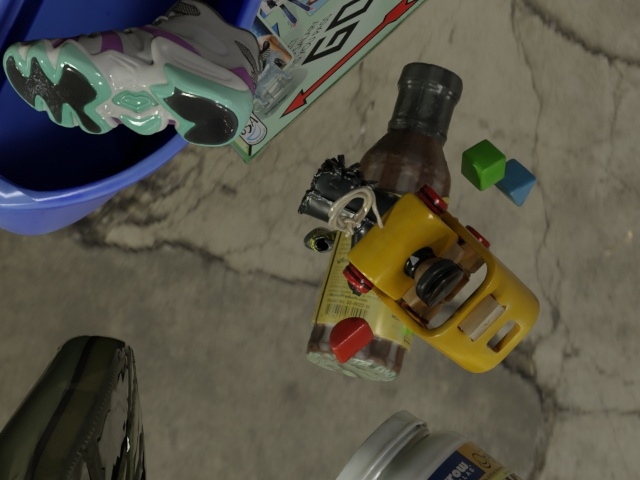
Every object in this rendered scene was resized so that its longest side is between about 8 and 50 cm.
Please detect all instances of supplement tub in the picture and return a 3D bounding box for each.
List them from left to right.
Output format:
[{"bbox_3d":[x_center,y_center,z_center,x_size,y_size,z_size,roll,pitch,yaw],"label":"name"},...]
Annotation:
[{"bbox_3d":[0.171,0.377,1.913,0.316,0.228,0.228,36,112,18],"label":"supplement tub"}]

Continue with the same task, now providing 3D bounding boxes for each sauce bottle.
[{"bbox_3d":[0.079,-0.023,1.670,0.111,0.111,0.344,17,78,0],"label":"sauce bottle"}]

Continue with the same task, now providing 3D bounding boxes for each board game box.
[{"bbox_3d":[-0.019,-0.250,1.359,0.317,0.046,0.213,-43,90,-8],"label":"board game box"}]

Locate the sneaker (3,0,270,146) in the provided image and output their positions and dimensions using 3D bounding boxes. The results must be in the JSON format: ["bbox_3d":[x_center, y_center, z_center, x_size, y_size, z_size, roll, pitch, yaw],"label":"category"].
[{"bbox_3d":[-0.068,-0.073,0.604,0.098,0.069,0.038,14,137,7],"label":"sneaker"}]

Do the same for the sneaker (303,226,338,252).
[{"bbox_3d":[0.000,0.000,2.015,0.083,0.035,0.031,-6,101,53],"label":"sneaker"}]

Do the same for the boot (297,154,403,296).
[{"bbox_3d":[0.025,-0.016,1.533,0.099,0.045,0.121,27,112,1],"label":"boot"}]

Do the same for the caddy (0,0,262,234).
[{"bbox_3d":[-0.144,-0.167,0.782,0.241,0.179,0.341,25,70,-13],"label":"caddy"}]

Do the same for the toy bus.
[{"bbox_3d":[0.102,0.036,1.247,0.104,0.202,0.191,45,141,32],"label":"toy bus"}]

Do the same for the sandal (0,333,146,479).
[{"bbox_3d":[-0.123,0.118,0.503,0.086,0.303,0.120,5,105,5],"label":"sandal"}]
